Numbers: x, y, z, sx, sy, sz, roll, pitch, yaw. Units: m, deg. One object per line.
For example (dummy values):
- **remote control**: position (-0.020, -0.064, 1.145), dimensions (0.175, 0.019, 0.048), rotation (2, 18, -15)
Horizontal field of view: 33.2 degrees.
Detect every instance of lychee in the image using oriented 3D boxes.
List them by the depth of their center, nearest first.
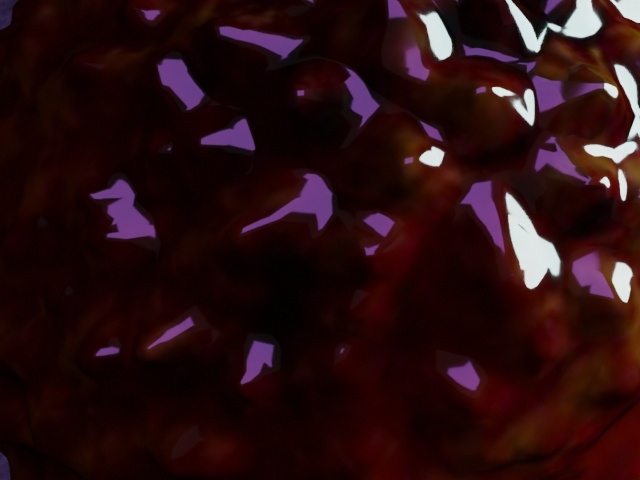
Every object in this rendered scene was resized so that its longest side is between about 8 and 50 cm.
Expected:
- **lychee**: position (0.000, 0.000, 0.592), dimensions (0.500, 0.424, 0.424), rotation (-11, 46, 40)
